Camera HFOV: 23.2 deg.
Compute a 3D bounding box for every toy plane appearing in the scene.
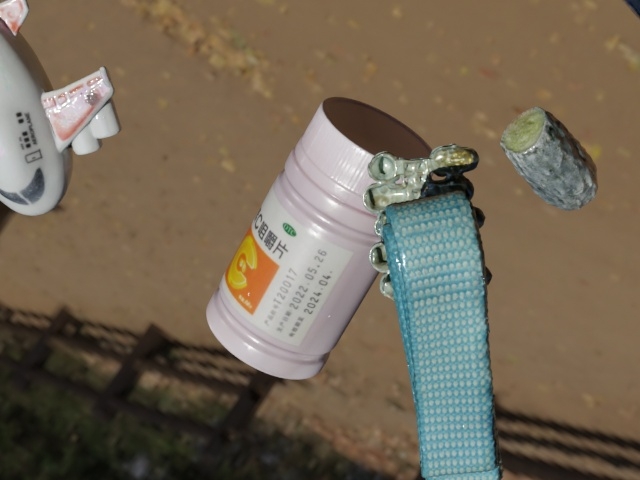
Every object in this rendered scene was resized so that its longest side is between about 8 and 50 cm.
[{"bbox_3d":[-0.333,-0.141,1.638,0.252,0.252,0.118,37,-157,-12],"label":"toy plane"}]

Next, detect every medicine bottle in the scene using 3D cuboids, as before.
[{"bbox_3d":[0.000,0.000,1.483,0.133,0.249,0.133,25,-155,-13],"label":"medicine bottle"}]

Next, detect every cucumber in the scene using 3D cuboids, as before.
[{"bbox_3d":[0.205,-0.072,1.401,0.064,0.064,0.112,21,170,39],"label":"cucumber"}]

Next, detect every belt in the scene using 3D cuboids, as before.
[{"bbox_3d":[0.064,0.049,0.833,0.100,0.065,0.179,-98,1,-64],"label":"belt"}]

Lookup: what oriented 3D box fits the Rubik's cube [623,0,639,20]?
[{"bbox_3d":[0.349,-0.295,1.328,0.259,0.260,0.254,41,-163,-37],"label":"Rubik's cube"}]
